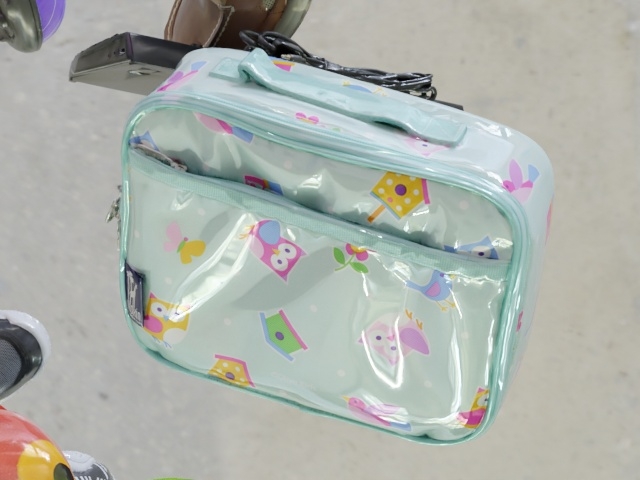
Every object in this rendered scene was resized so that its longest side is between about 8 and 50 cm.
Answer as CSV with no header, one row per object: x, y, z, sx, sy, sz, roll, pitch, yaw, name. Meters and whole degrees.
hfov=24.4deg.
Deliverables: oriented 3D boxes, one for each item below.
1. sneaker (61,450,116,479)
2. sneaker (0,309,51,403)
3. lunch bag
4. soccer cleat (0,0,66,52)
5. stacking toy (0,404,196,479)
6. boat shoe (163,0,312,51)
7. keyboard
-0.264,0.298,1.306,0.137,0.210,0.366,-34,154,12,sneaker
-0.384,0.157,1.385,0.268,0.153,0.101,-20,110,7,sneaker
0.000,0.000,0.939,0.279,0.108,0.224,16,129,14,lunch bag
-0.202,-0.274,0.933,0.116,0.108,0.318,-16,80,-23,soccer cleat
-0.085,0.214,0.659,0.130,0.279,0.309,-23,103,-60,stacking toy
-0.054,-0.241,1.095,0.116,0.324,0.123,2,53,-33,boat shoe
-0.017,-0.119,1.122,0.317,0.201,0.033,7,85,-37,keyboard
